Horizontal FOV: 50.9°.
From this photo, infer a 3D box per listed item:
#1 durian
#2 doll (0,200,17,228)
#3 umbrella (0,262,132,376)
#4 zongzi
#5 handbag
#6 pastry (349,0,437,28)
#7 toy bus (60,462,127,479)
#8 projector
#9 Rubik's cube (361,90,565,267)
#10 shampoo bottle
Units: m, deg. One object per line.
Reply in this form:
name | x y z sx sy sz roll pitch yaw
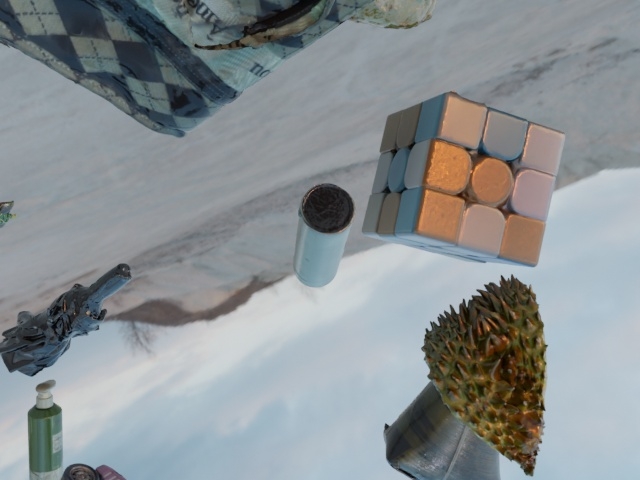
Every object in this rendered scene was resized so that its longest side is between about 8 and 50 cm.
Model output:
durian | 0.193 0.137 0.767 0.144 0.139 0.252 -19 -154 6
doll | -0.713 -0.050 1.451 0.078 0.113 0.077 -55 -145 25
umbrella | -0.447 0.133 1.186 0.340 0.118 0.118 -36 179 27
zongzi | 0.300 0.356 1.216 0.286 0.288 0.134 -52 -174 21
handbag | -0.090 -0.293 0.539 0.416 0.180 0.316 -28 145 27
pastry | 0.061 -0.399 0.989 0.235 0.257 0.121 -16 135 -45
toy bus | -0.220 0.270 0.545 0.096 0.108 0.199 -63 165 15
projector | 0.000 0.000 1.401 0.108 0.108 0.337 -27 164 -15
Rubik's cube | 0.344 -0.137 1.689 0.346 0.345 0.346 15 177 -15
shampoo bottle | -0.510 0.362 1.250 0.065 0.205 0.065 4 -167 -1
